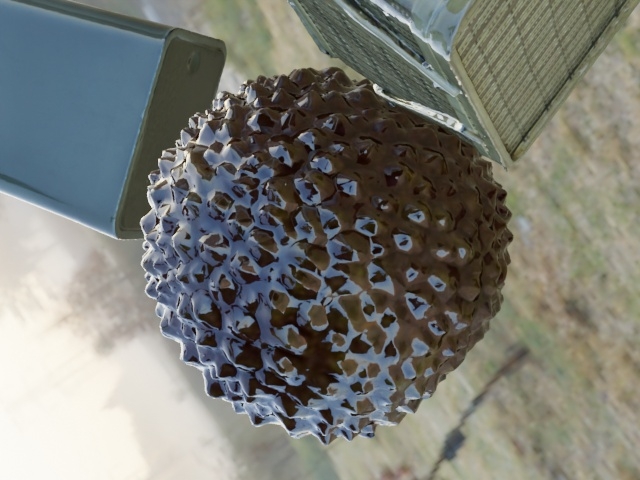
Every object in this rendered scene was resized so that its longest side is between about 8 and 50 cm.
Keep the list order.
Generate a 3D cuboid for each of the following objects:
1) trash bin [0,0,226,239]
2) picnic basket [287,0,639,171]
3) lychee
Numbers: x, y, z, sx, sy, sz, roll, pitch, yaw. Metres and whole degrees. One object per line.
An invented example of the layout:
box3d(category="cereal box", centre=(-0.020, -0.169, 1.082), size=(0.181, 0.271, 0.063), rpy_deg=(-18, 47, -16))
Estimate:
box3d(category="trash bin", centre=(-0.218, -0.115, 1.053), size=(0.241, 0.164, 0.122), rpy_deg=(19, -173, 16))
box3d(category="picnic basket", centre=(0.048, -0.098, 0.393), size=(0.079, 0.115, 0.164), rpy_deg=(38, -178, 17))
box3d(category="lychee", centre=(0.000, 0.000, 0.657), size=(0.188, 0.188, 0.188), rpy_deg=(53, 170, 13))
